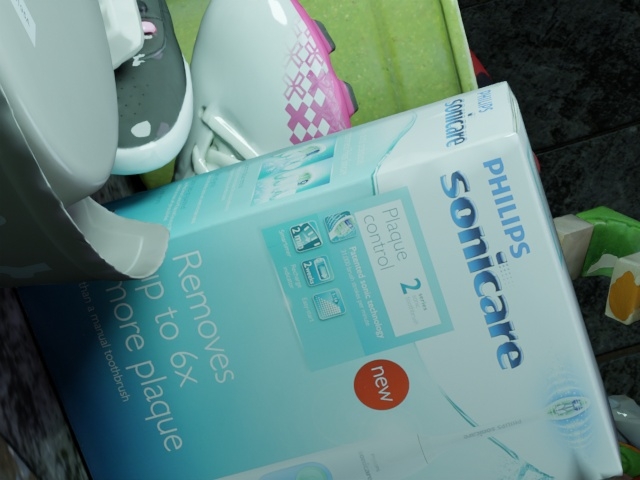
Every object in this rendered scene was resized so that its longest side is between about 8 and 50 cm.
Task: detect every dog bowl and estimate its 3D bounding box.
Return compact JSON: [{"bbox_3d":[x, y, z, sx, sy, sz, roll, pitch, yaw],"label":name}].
[{"bbox_3d":[-0.180,-0.133,0.939,0.349,0.102,0.349,-17,90,-82],"label":"dog bowl"}]

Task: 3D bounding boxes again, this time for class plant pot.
[{"bbox_3d":[-0.021,-0.131,1.438,0.276,0.253,0.276,-14,90,-88],"label":"plant pot"}]

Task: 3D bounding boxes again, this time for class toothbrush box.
[{"bbox_3d":[0.004,0.060,1.113,0.126,0.295,0.216,-84,157,-71],"label":"toothbrush box"}]

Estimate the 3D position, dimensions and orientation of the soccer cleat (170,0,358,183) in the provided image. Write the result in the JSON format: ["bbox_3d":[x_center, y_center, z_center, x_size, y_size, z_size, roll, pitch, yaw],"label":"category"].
[{"bbox_3d":[-0.053,0.001,1.210,0.116,0.143,0.331,25,-50,39],"label":"soccer cleat"}]

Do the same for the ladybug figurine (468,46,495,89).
[{"bbox_3d":[0.072,-0.182,2.114,0.449,0.162,0.305,52,-5,30],"label":"ladybug figurine"}]

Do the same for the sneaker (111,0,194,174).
[{"bbox_3d":[-0.145,-0.176,1.158,0.147,0.104,0.296,89,-12,-46],"label":"sneaker"}]

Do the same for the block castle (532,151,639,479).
[{"bbox_3d":[0.267,0.112,1.733,0.213,0.453,0.303,-14,123,-50],"label":"block castle"}]
